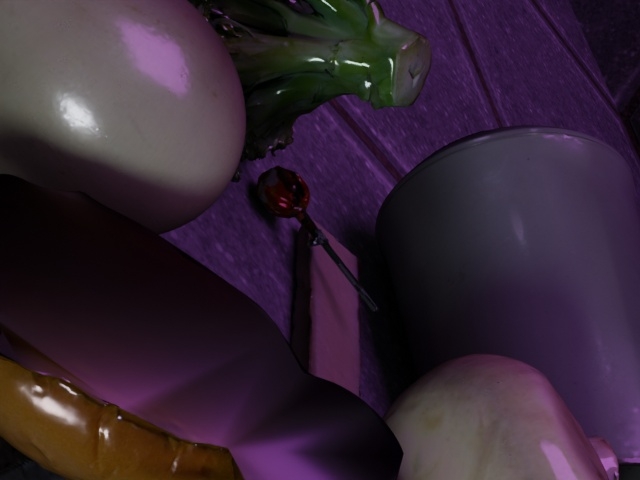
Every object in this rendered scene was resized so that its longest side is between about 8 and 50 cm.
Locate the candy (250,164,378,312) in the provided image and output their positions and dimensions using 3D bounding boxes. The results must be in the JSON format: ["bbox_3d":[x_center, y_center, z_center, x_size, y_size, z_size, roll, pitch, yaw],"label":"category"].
[{"bbox_3d":[0.000,0.000,1.488,0.055,0.049,0.184,-14,57,-42],"label":"candy"}]

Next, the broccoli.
[{"bbox_3d":[-0.035,-0.167,1.419,0.269,0.269,0.254,32,71,-48],"label":"broccoli"}]

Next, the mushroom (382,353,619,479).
[{"bbox_3d":[0.151,0.210,1.286,0.202,0.246,0.246,-15,72,-30],"label":"mushroom"}]

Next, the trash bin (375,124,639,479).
[{"bbox_3d":[0.217,0.091,1.592,0.280,0.280,0.432,35,36,-45],"label":"trash bin"}]

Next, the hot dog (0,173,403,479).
[{"bbox_3d":[-0.125,0.104,0.997,0.326,0.107,0.194,43,45,1],"label":"hot dog"}]

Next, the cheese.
[{"bbox_3d":[0.004,0.123,1.414,0.085,0.034,0.400,42,27,-28],"label":"cheese"}]

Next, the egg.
[{"bbox_3d":[-0.168,-0.112,1.134,0.254,0.188,0.188,42,27,-23],"label":"egg"}]
